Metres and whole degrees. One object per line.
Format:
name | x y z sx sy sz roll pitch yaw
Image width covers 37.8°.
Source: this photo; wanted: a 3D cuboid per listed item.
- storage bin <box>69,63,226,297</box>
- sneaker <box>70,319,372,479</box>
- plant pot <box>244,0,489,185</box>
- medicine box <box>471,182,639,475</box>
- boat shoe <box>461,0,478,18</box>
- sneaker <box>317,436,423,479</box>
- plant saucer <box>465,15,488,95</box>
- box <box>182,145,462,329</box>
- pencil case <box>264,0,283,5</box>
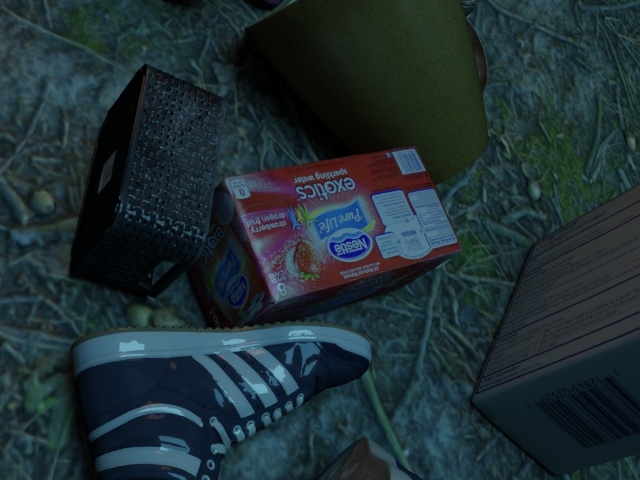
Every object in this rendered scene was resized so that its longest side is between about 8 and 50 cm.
storage bin | -0.158 -0.054 0.859 0.084 0.122 0.180 22 55 -26
sneaker | -0.072 0.157 0.821 0.282 0.099 0.153 2 60 -27
plant pot | 0.082 -0.191 1.056 0.237 0.237 0.254 -46 109 -41
medicine box | 0.345 0.083 1.049 0.149 0.263 0.289 42 50 -11
boat shoe | 0.092 -0.395 1.237 0.324 0.096 0.117 28 53 -21
sneaker | 0.093 0.298 0.756 0.130 0.323 0.236 -44 92 3
plant saucer | 0.148 -0.241 1.227 0.168 0.029 0.169 10 71 -32
box | 0.000 0.000 0.942 0.256 0.122 0.128 -14 74 -39
pencil case | -0.023 -0.373 1.068 0.095 0.209 0.098 26 42 -28
